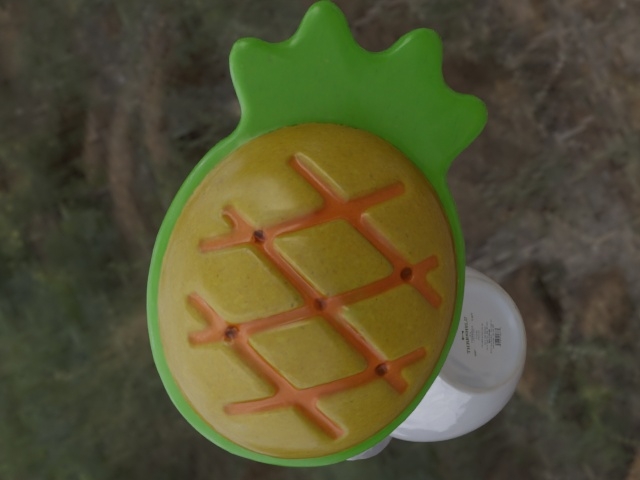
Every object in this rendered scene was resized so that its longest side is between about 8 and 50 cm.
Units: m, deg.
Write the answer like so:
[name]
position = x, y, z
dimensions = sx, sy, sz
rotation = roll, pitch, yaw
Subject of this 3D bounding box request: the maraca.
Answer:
[maraca]
position = 0.000, 0.000, 0.681
dimensions = 0.099, 0.127, 0.185
rotation = -148, 72, -77

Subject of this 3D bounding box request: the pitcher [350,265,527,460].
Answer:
[pitcher]
position = 0.060, 0.062, 1.244
dimensions = 0.207, 0.125, 0.177
rotation = 150, 117, -63
